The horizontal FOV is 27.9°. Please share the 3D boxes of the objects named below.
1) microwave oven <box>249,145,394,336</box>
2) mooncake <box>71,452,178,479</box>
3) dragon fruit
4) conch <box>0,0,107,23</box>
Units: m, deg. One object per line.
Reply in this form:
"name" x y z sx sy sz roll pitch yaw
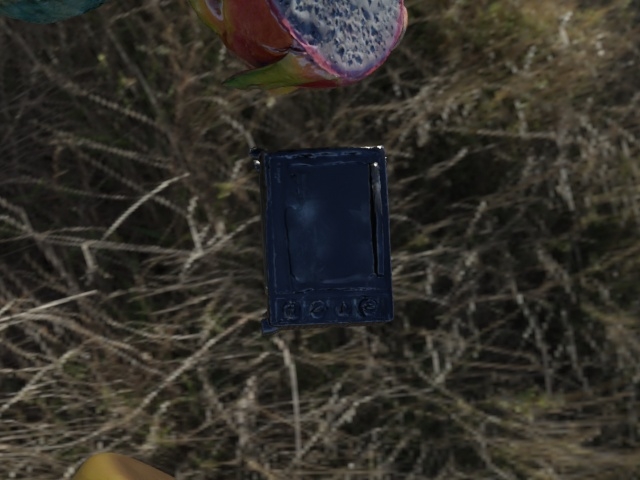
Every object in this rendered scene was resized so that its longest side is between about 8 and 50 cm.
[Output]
"microwave oven" 0.002 0.000 1.719 0.178 0.188 0.247 -3 86 -1
"mooncake" -0.117 0.274 1.056 0.235 0.235 0.117 36 82 -25
"dragon fruit" -0.045 -0.320 1.620 0.290 0.189 0.291 9 78 -47
"conch" -0.197 -0.276 1.127 0.134 0.202 0.196 29 60 -37
